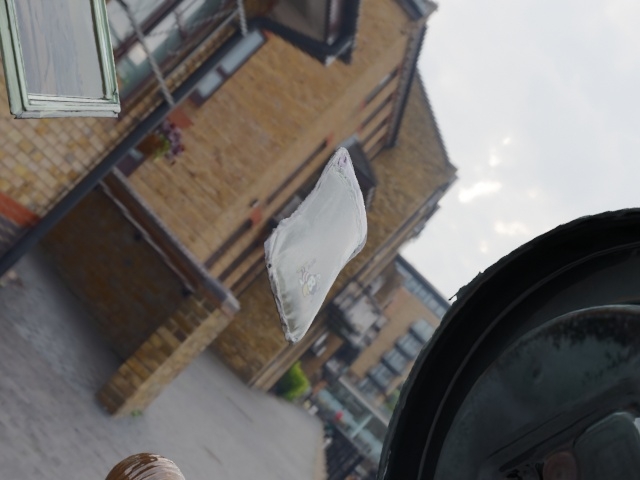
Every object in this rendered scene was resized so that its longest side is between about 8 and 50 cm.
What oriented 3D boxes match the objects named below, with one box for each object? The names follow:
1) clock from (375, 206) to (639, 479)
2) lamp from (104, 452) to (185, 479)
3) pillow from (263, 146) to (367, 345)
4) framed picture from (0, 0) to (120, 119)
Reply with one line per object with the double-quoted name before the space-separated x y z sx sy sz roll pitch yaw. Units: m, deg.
"clock" 0.140 0.138 0.412 0.061 0.312 0.312 19 7 -32
"lamp" -0.271 0.395 1.353 0.136 0.136 0.136 43 -8 7
"pillow" 0.000 0.000 0.939 0.038 0.232 0.130 3 -56 25
"framed picture" -0.224 -0.229 0.741 0.197 0.014 0.252 -39 123 -77
